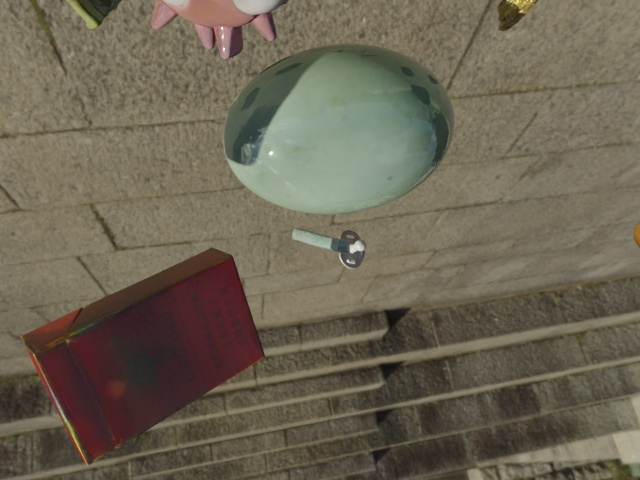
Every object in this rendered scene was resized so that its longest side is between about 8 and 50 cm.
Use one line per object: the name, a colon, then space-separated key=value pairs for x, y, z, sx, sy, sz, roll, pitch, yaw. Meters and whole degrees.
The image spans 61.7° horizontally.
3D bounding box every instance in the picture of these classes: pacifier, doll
pacifier: x=0.088 y=0.018 z=1.318 sx=0.081 sy=0.099 sz=0.078 roll=9 pitch=159 yaw=-30
doll: x=-0.116 y=-0.283 z=0.506 sx=0.262 sy=0.093 sz=0.211 roll=16 pitch=135 yaw=21

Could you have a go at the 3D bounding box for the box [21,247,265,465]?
box: x=-0.257 y=0.166 z=0.834 sx=0.313 sy=0.197 sz=0.089 roll=-27 pitch=-155 yaw=-32

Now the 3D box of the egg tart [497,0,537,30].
egg tart: x=0.382 y=-0.462 z=1.028 sx=0.129 sy=0.049 sz=0.129 roll=-47 pitch=-175 yaw=6

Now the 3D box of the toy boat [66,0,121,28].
toy boat: x=-0.374 y=-0.469 z=0.859 sx=0.084 sy=0.276 sz=0.111 roll=-26 pitch=149 yaw=16

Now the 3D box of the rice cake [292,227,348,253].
rice cake: x=0.000 y=0.000 z=1.177 sx=0.042 sy=0.030 sz=0.180 roll=10 pitch=-176 yaw=-36

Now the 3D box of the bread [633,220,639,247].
bread: x=0.577 y=0.003 z=0.748 sx=0.110 sy=0.234 sz=0.184 roll=10 pitch=125 yaw=-22

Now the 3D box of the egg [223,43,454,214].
egg: x=0.033 y=-0.182 z=0.894 sx=0.389 sy=0.276 sz=0.276 roll=-11 pitch=159 yaw=-11
